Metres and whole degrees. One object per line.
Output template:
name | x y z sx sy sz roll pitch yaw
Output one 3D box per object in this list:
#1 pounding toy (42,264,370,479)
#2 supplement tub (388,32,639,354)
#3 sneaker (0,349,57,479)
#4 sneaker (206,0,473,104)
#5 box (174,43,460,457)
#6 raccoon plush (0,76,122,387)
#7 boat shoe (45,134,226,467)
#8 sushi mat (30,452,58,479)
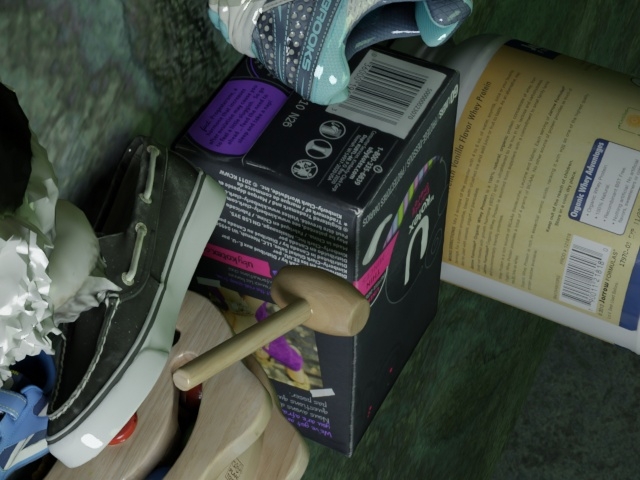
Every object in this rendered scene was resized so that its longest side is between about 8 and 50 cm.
pounding toy | -0.108 0.099 0.958 0.269 0.154 0.155 -48 141 -14
supplement tub | 0.197 -0.051 1.384 0.228 0.316 0.228 -56 158 -37
sneaker | -0.188 0.105 0.870 0.144 0.053 0.059 -49 152 -64
sneaker | 0.069 -0.192 1.024 0.283 0.122 0.110 -40 165 -7
box | 0.000 0.000 1.149 0.165 0.143 0.270 -55 158 -37
raccoon plush | -0.265 0.083 0.540 0.446 0.216 0.299 -42 179 8
boat shoe | -0.123 0.030 0.908 0.077 0.070 0.219 -30 -150 39
sushi mat | -0.171 0.244 1.119 0.151 0.019 0.316 -61 160 -28
